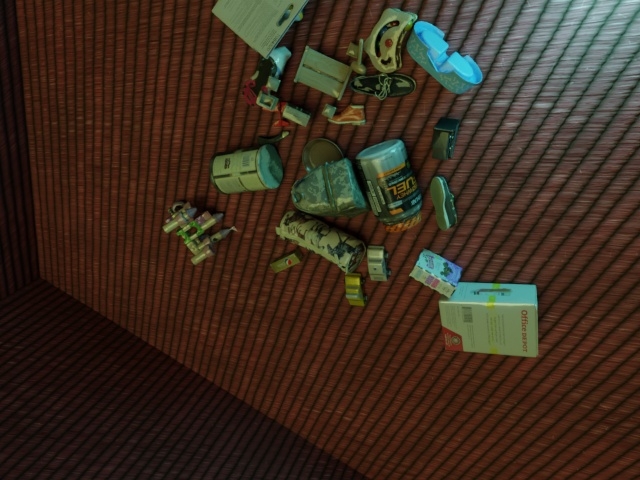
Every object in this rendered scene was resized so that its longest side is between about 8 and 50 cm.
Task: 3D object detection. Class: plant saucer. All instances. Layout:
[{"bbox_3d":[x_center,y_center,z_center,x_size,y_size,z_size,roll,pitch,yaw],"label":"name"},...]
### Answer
[{"bbox_3d":[0.016,-0.356,2.006,0.198,0.036,0.199,12,121,20],"label":"plant saucer"}]

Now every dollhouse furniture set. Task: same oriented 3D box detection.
[{"bbox_3d":[-0.052,-0.656,1.818,0.303,0.174,0.356,21,107,-9],"label":"dollhouse furniture set"}]

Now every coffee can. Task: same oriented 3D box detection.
[{"bbox_3d":[-0.341,-0.323,2.096,0.275,0.201,0.202,-3,116,27],"label":"coffee can"}]

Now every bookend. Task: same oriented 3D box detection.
[{"bbox_3d":[0.461,-0.364,1.710,0.072,0.157,0.156,14,122,19],"label":"bookend"}]

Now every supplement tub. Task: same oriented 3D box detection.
[{"bbox_3d":[0.285,-0.218,1.849,0.207,0.207,0.338,-11,113,31],"label":"supplement tub"}]

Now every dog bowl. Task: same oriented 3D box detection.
[{"bbox_3d":[0.422,-0.628,1.581,0.297,0.166,0.074,42,139,-2],"label":"dog bowl"}]

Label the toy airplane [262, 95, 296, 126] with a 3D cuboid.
[{"bbox_3d":[-0.178,-0.552,1.971,0.151,0.028,0.151,1,133,1],"label":"toy airplane"}]

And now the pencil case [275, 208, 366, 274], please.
[{"bbox_3d":[0.000,0.000,2.111,0.410,0.183,0.160,26,123,18],"label":"pencil case"}]

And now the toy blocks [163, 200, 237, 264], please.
[{"bbox_3d":[-0.627,-0.092,2.393,0.260,0.309,0.289,-34,115,3],"label":"toy blocks"}]

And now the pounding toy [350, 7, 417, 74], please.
[{"bbox_3d":[0.233,-0.690,1.632,0.154,0.155,0.269,40,126,4],"label":"pounding toy"}]

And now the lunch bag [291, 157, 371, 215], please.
[{"bbox_3d":[0.045,-0.192,1.872,0.256,0.305,0.213,-18,83,18],"label":"lunch bag"}]

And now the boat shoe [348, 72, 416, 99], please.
[{"bbox_3d":[0.233,-0.592,1.737,0.254,0.079,0.095,15,123,18],"label":"boat shoe"}]

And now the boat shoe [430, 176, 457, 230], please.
[{"bbox_3d":[0.508,-0.158,1.865,0.081,0.068,0.228,27,135,62],"label":"boat shoe"}]

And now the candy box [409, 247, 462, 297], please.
[{"bbox_3d":[0.501,0.137,1.975,0.196,0.165,0.070,29,126,8],"label":"candy box"}]

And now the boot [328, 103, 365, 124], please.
[{"bbox_3d":[0.106,-0.517,1.860,0.157,0.059,0.085,4,116,15],"label":"boot"}]

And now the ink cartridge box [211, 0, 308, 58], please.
[{"bbox_3d":[-0.197,-0.880,1.674,0.330,0.071,0.324,45,105,14],"label":"ink cartridge box"}]

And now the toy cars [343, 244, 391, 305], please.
[{"bbox_3d":[0.215,0.189,2.192,0.176,0.087,0.394,36,127,2],"label":"toy cars"}]

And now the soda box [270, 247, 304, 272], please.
[{"bbox_3d":[-0.172,0.103,2.347,0.181,0.061,0.058,-26,105,35],"label":"soda box"}]

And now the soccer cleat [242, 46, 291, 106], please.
[{"bbox_3d":[-0.217,-0.676,1.898,0.116,0.143,0.331,49,150,-7],"label":"soccer cleat"}]

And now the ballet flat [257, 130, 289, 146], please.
[{"bbox_3d":[-0.216,-0.462,2.043,0.173,0.057,0.049,-10,115,30],"label":"ballet flat"}]

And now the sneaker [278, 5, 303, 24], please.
[{"bbox_3d":[-0.181,-0.868,1.781,0.262,0.099,0.121,20,132,24],"label":"sneaker"}]

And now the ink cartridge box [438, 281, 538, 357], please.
[{"bbox_3d":[0.734,0.339,1.981,0.384,0.160,0.279,0,118,26],"label":"ink cartridge box"}]
